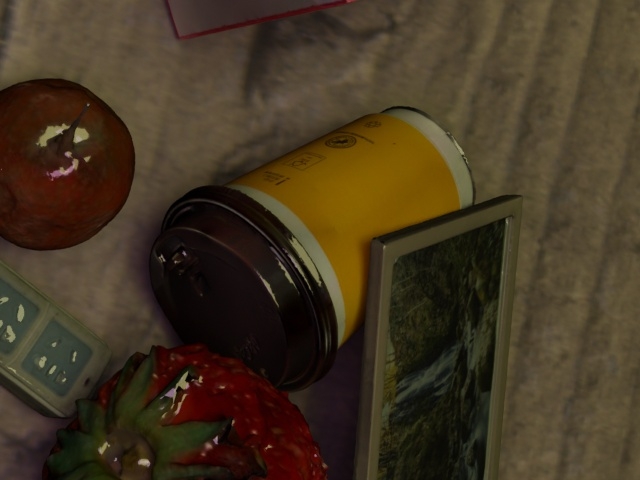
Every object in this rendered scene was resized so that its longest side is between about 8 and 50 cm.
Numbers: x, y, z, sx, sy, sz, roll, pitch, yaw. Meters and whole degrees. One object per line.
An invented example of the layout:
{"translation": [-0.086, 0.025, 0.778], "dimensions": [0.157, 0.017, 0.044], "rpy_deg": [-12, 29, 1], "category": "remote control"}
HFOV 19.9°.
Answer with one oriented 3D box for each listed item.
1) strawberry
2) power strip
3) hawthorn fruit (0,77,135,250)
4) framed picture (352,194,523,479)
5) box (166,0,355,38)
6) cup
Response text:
{"translation": [-0.100, 0.232, 1.499], "dimensions": [0.288, 0.250, 0.239], "rpy_deg": [48, 38, -47], "category": "strawberry"}
{"translation": [-0.281, 0.052, 1.491], "dimensions": [0.272, 0.052, 0.078], "rpy_deg": [41, 68, -22], "category": "power strip"}
{"translation": [-0.222, -0.057, 1.468], "dimensions": [0.149, 0.189, 0.149], "rpy_deg": [-1, 103, -4], "category": "hawthorn fruit"}
{"translation": [0.103, 0.132, 1.623], "dimensions": [0.240, 0.020, 0.324], "rpy_deg": [-16, 115, -53], "category": "framed picture"}
{"translation": [0.028, -0.359, 1.548], "dimensions": [0.312, 0.314, 0.300], "rpy_deg": [-21, 100, -30], "category": "box"}
{"translation": [0.000, 0.000, 1.591], "dimensions": [0.279, 0.196, 0.196], "rpy_deg": [-34, 104, -36], "category": "cup"}
